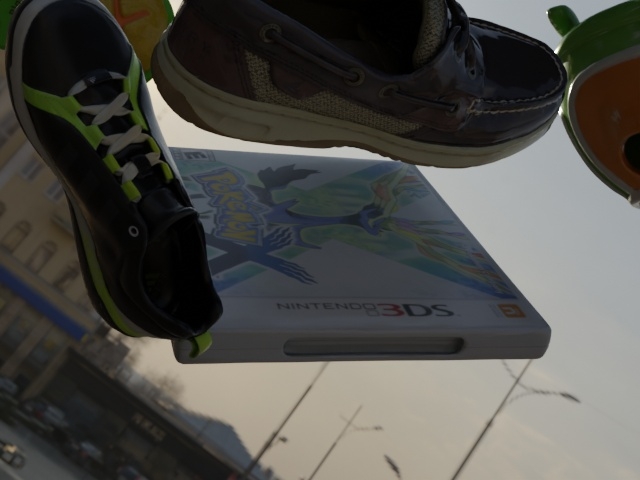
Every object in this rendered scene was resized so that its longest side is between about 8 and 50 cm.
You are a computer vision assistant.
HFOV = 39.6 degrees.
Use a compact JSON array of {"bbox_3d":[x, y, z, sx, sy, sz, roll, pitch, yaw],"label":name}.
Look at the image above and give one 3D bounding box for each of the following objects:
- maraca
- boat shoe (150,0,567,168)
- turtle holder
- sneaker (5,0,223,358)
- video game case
[{"bbox_3d":[-0.221,-0.204,0.822,0.185,0.127,0.099,23,-6,11],"label":"maraca"},{"bbox_3d":[0.046,-0.110,0.527,0.092,0.285,0.103,-54,-136,47],"label":"boat shoe"},{"bbox_3d":[0.397,-0.149,1.003,0.243,0.227,0.320,-10,-12,18],"label":"turtle holder"},{"bbox_3d":[-0.107,-0.038,0.536,0.097,0.084,0.235,12,-54,43],"label":"sneaker"},{"bbox_3d":[0.000,0.000,0.798,0.300,0.036,0.329,2,28,-18],"label":"video game case"}]
